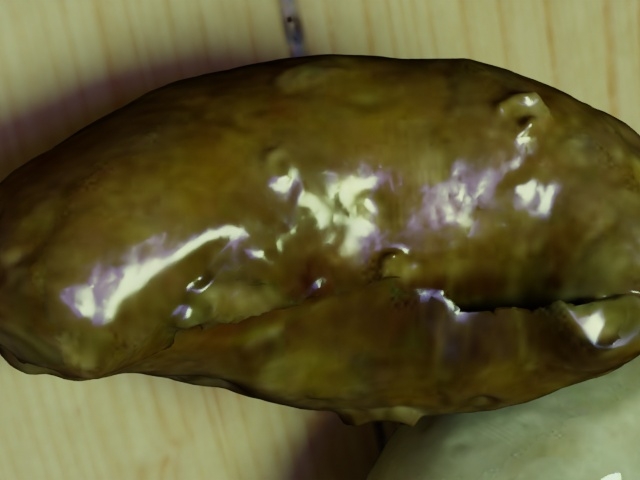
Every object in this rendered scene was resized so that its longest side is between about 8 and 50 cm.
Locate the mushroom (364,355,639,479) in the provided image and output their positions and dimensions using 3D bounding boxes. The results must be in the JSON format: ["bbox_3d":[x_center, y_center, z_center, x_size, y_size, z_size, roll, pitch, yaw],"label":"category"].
[{"bbox_3d":[0.170,0.183,0.906,0.297,0.290,0.297,-8,105,-33],"label":"mushroom"}]

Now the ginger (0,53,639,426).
[{"bbox_3d":[0.000,0.000,0.831,0.321,0.172,0.165,-4,113,-13],"label":"ginger"}]
